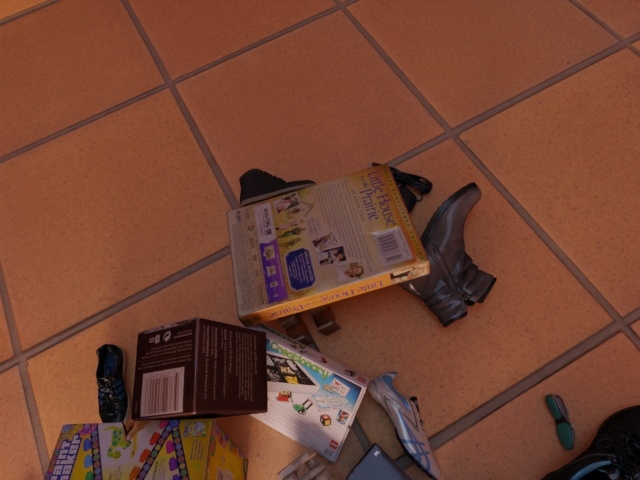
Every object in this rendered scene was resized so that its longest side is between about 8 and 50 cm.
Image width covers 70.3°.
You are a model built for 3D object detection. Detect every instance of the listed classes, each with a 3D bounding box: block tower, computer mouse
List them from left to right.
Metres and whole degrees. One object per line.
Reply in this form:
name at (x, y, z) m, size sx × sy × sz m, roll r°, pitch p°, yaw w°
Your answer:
block tower at (0.047, 0.580, 0.888) m, size 0.091 × 0.097 × 0.335 m, roll -31°, pitch 65°, yaw -20°
computer mouse at (0.175, -0.094, 1.218) m, size 0.189 × 0.072 × 0.272 m, roll 21°, pitch 68°, yaw 14°

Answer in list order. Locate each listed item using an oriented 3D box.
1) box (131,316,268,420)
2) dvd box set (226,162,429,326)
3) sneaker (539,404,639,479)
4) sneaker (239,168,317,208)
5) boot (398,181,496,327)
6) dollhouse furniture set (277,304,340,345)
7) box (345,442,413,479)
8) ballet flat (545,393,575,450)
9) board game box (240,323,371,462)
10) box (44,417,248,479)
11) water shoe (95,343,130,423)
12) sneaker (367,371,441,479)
box at (-0.231, 0.261, 0.896) m, size 0.169 × 0.203 × 0.166 m, roll -17°, pitch 65°, yaw 27°
dvd box set at (0.000, 0.000, 1.052) m, size 0.421 × 0.062 × 0.307 m, roll -17°, pitch 54°, yaw 2°
sneaker at (0.581, 0.445, 0.887) m, size 0.341 × 0.139 × 0.125 m, roll -34°, pitch 65°, yaw -12°
sneaker at (-0.123, -0.159, 1.271) m, size 0.222 × 0.083 × 0.118 m, roll -12°, pitch 64°, yaw 1°
boot at (0.347, 0.036, 1.131) m, size 0.223 × 0.118 × 0.338 m, roll 39°, pitch 85°, yaw 17°
dollhouse furniture set at (-0.011, 0.105, 1.133) m, size 0.259 × 0.135 × 0.261 m, roll -28°, pitch 65°, yaw 4°
box at (0.136, 0.492, 0.896) m, size 0.156 × 0.158 × 0.093 m, roll 41°, pitch 75°, yaw 21°
ballet flat at (0.525, 0.387, 0.977) m, size 0.041 × 0.041 × 0.114 m, roll -12°, pitch 65°, yaw 0°
board game box at (-0.065, 0.325, 1.004) m, size 0.306 × 0.053 × 0.192 m, roll 24°, pitch 101°, yaw 15°
box at (-0.310, 0.473, 0.859) m, size 0.280 × 0.289 × 0.176 m, roll -4°, pitch 51°, yaw 4°
water shoe at (-0.501, 0.346, 1.069) m, size 0.073 × 0.080 × 0.202 m, roll -16°, pitch 64°, yaw -2°
sneaker at (0.193, 0.394, 0.978) m, size 0.086 × 0.085 × 0.237 m, roll -30°, pitch 67°, yaw -4°
